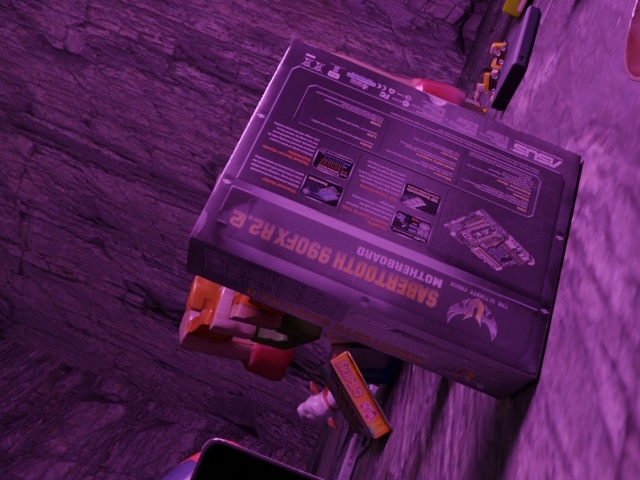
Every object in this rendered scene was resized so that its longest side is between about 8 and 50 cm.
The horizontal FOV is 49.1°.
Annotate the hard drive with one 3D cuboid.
[{"bbox_3d":[0.294,-0.273,1.051,0.094,0.022,0.135,105,-173,-57],"label":"hard drive"}]

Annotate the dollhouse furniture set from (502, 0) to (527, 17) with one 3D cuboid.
[{"bbox_3d":[0.257,-0.540,1.246,0.151,0.302,0.197,-57,-10,-62],"label":"dollhouse furniture set"}]

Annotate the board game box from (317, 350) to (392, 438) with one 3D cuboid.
[{"bbox_3d":[0.048,0.237,1.070,0.039,0.124,0.259,-28,-9,-13],"label":"board game box"}]

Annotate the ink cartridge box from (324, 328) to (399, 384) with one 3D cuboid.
[{"bbox_3d":[0.072,0.116,1.150,0.148,0.086,0.203,-67,-33,-41],"label":"ink cartridge box"}]

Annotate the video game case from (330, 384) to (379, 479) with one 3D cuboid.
[{"bbox_3d":[0.064,0.386,1.354,0.201,0.023,0.183,100,-169,-67],"label":"video game case"}]

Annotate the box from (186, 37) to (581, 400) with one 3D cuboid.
[{"bbox_3d":[0.051,-0.020,0.485,0.056,0.231,0.183,111,180,-62],"label":"box"}]

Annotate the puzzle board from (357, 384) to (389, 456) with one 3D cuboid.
[{"bbox_3d":[0.092,0.303,1.211,0.096,0.011,0.128,105,-174,-60],"label":"puzzle board"}]

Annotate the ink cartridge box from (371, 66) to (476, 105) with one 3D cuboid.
[{"bbox_3d":[0.158,-0.225,1.380,0.384,0.279,0.160,-59,-12,-71],"label":"ink cartridge box"}]

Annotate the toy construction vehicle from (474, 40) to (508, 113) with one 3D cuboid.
[{"bbox_3d":[0.276,-0.264,1.140,0.086,0.035,0.098,-60,-24,-45],"label":"toy construction vehicle"}]

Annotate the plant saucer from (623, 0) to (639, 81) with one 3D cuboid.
[{"bbox_3d":[0.199,-0.152,0.332,0.168,0.029,0.168,21,-90,-87],"label":"plant saucer"}]

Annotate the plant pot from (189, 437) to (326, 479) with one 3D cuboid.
[{"bbox_3d":[-0.027,0.301,0.604,0.167,0.188,0.187,67,-139,-64],"label":"plant pot"}]

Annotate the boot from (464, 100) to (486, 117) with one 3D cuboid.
[{"bbox_3d":[0.186,-0.053,1.091,0.236,0.089,0.269,-61,-12,-52],"label":"boot"}]

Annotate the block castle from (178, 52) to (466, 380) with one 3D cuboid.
[{"bbox_3d":[0.000,0.000,0.882,0.453,0.213,0.303,-33,44,59],"label":"block castle"}]

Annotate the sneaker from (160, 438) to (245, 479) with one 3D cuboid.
[{"bbox_3d":[-0.119,0.360,0.779,0.148,0.131,0.350,-43,-29,-45],"label":"sneaker"}]

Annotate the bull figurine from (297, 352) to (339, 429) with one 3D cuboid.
[{"bbox_3d":[0.071,0.233,1.405,0.310,0.101,0.188,-56,-3,6],"label":"bull figurine"}]
